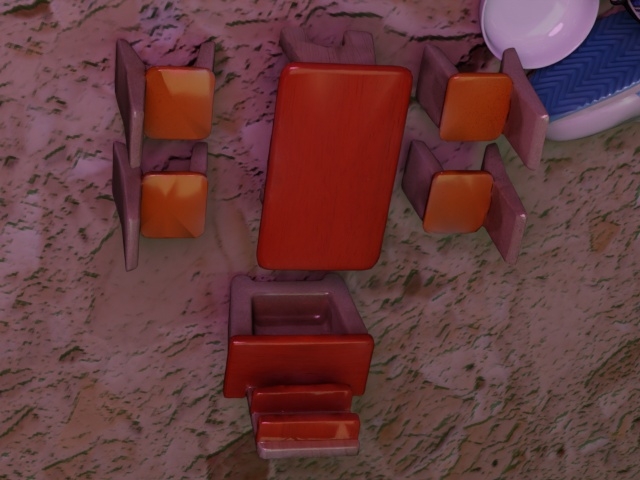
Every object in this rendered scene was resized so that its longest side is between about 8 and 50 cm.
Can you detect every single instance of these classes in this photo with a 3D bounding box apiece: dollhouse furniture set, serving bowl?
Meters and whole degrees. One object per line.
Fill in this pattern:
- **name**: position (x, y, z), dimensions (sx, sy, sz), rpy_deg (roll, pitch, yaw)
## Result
- **dollhouse furniture set**: position (0.000, 0.000, 0.921), dimensions (0.262, 0.135, 0.259), rpy_deg (0, 126, -12)
- **serving bowl**: position (0.141, -0.157, 0.945), dimensions (0.083, 0.027, 0.083), rpy_deg (-8, 123, -12)

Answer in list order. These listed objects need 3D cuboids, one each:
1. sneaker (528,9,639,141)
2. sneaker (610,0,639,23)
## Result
- **sneaker**: position (0.249, -0.117, 0.971), dimensions (0.228, 0.087, 0.092), rpy_deg (-25, 128, 1)
- **sneaker**: position (0.187, -0.197, 0.854), dimensions (0.329, 0.130, 0.147), rpy_deg (-5, 103, -14)
